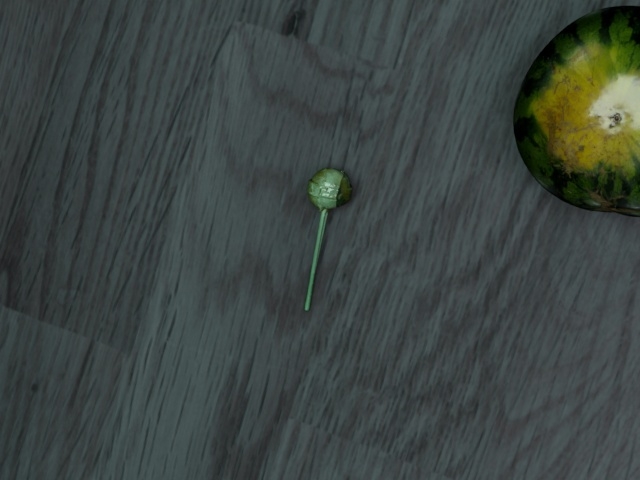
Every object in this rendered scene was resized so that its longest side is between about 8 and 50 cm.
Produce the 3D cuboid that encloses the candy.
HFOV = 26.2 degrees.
[{"bbox_3d":[0.000,0.000,1.874,0.061,0.061,0.202,13,102,16],"label":"candy"}]

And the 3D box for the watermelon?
[{"bbox_3d":[0.367,-0.153,1.659,0.269,0.269,0.269,0,90,16],"label":"watermelon"}]
